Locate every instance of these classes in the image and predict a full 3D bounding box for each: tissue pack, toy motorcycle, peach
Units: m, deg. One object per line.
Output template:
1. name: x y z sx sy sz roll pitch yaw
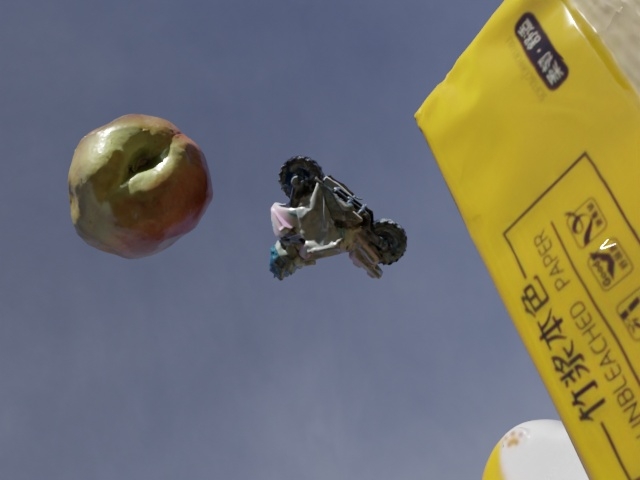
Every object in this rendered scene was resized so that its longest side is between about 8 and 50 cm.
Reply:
1. tissue pack: 0.262 0.021 0.452 0.293 0.228 0.382 6 -131 -32
2. toy motorcycle: 0.001 -0.001 1.416 0.204 0.239 0.108 -53 -16 16
3. peach: -0.282 -0.076 1.294 0.214 0.235 0.214 11 -117 -23

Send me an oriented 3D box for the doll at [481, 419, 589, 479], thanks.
1. doll: 0.249 0.231 0.681 0.269 0.166 0.162 19 -109 -36
